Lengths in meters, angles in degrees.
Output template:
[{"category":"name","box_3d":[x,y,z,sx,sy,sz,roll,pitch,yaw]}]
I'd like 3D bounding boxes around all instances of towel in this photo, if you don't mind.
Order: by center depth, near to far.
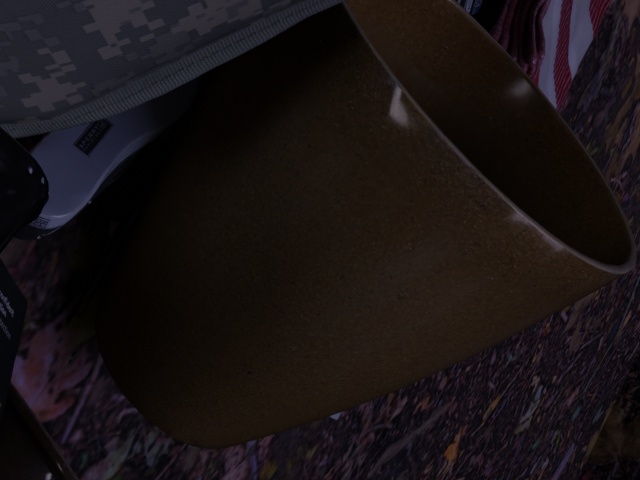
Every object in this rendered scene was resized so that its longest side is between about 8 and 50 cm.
[{"category":"towel","box_3d":[0.192,-0.183,0.897,0.237,0.037,0.329,80,34,-60]}]

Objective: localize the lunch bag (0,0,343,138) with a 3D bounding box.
[{"category":"lunch bag","box_3d":[-0.079,-0.169,0.398,0.287,0.169,0.235,-25,155,0]}]

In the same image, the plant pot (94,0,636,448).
[{"category":"plant pot","box_3d":[0.000,0.000,0.667,0.254,0.237,0.237,-43,163,23]}]

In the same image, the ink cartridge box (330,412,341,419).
[{"category":"ink cartridge box","box_3d":[0.021,0.095,1.039,0.115,0.029,0.063,-61,155,-5]}]

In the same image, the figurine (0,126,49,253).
[{"category":"figurine","box_3d":[-0.218,0.007,0.309,0.209,0.215,0.092,-56,-174,-12]}]

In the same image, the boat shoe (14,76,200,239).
[{"category":"boat shoe","box_3d":[-0.115,-0.054,0.617,0.040,0.049,0.142,-37,-168,51]}]

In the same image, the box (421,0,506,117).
[{"category":"box","box_3d":[0.088,-0.092,0.865,0.216,0.060,0.270,-36,143,-56]}]

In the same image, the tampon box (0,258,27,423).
[{"category":"tampon box","box_3d":[-0.186,0.060,0.436,0.120,0.102,0.161,78,12,-54]}]

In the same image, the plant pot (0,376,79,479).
[{"category":"plant pot","box_3d":[-0.185,0.158,0.532,0.165,0.167,0.167,-33,145,-23]}]
